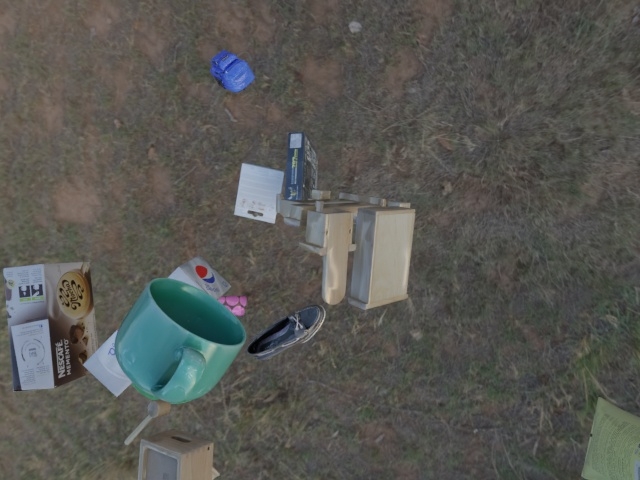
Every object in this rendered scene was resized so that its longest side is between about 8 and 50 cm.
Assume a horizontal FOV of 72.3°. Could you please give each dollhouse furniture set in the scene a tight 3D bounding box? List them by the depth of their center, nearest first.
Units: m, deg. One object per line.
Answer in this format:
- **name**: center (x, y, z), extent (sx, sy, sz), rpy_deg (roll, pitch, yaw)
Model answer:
- **dollhouse furniture set**: center (0.000, 0.000, 0.886), extent (0.355, 0.303, 0.174), rpy_deg (16, 106, 48)

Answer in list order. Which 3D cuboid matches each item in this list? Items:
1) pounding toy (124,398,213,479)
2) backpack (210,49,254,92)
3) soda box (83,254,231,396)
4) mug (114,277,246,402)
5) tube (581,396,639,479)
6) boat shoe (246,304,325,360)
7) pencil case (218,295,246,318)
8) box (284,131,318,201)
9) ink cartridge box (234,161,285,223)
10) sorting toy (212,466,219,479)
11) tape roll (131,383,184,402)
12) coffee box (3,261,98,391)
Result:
- **pounding toy**: center (-0.309, 0.426, 0.898), extent (0.181, 0.094, 0.206), rpy_deg (-1, 84, 33)
- **backpack**: center (-0.268, -0.507, 1.319), extent (0.098, 0.101, 0.120), rpy_deg (-46, 56, -6)
- **soda box**: center (-0.306, 0.159, 0.826), extent (0.286, 0.098, 0.091), rpy_deg (-43, 94, 14)
- **mug**: center (-0.168, 0.119, 0.491), extent (0.129, 0.158, 0.097), rpy_deg (36, 96, 10)
- **tube**: center (0.292, 0.198, 0.399), extent (0.070, 0.240, 0.062), rpy_deg (-31, 71, 2)
- **boat shoe**: center (-0.131, 0.346, 1.631), extent (0.335, 0.095, 0.112), rpy_deg (-36, 61, 15)
- **pencil case**: center (-0.397, 0.254, 1.709), extent (0.209, 0.098, 0.095), rpy_deg (8, 90, -22)
- **box**: center (-0.056, -0.198, 1.383), extent (0.059, 0.183, 0.233), rpy_deg (0, 79, 14)
- **ink cartridge box**: center (-0.203, -0.161, 1.473), extent (0.145, 0.045, 0.179), rpy_deg (12, 109, -2)
- **sorting toy**: center (-0.353, 0.684, 1.144), extent (0.038, 0.208, 0.193), rpy_deg (24, 146, 24)
- **tape roll**: center (-0.472, 0.364, 1.441), extent (0.321, 0.077, 0.321), rpy_deg (0, 88, -8)
- **coffee box**: center (-0.677, 0.209, 1.114), extent (0.118, 0.168, 0.297), rpy_deg (-7, 88, 10)
